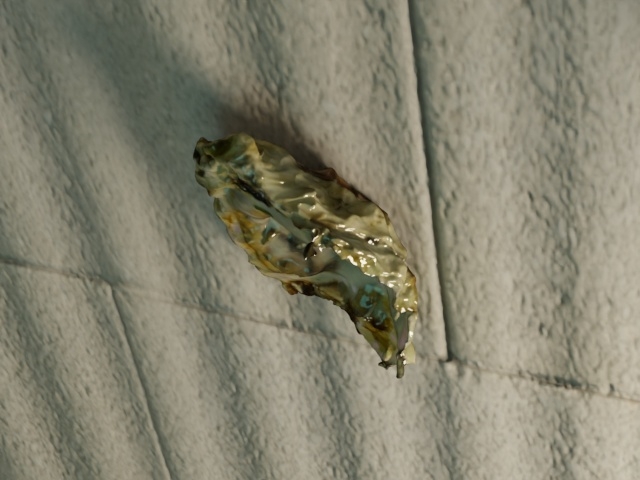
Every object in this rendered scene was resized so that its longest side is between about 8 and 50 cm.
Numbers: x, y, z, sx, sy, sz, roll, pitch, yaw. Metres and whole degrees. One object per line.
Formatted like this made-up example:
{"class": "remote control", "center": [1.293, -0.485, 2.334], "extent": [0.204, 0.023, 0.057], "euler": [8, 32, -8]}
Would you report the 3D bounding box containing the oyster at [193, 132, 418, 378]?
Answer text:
{"class": "oyster", "center": [0.004, -0.002, 1.822], "extent": [0.201, 0.107, 0.354], "euler": [25, 162, 35]}
